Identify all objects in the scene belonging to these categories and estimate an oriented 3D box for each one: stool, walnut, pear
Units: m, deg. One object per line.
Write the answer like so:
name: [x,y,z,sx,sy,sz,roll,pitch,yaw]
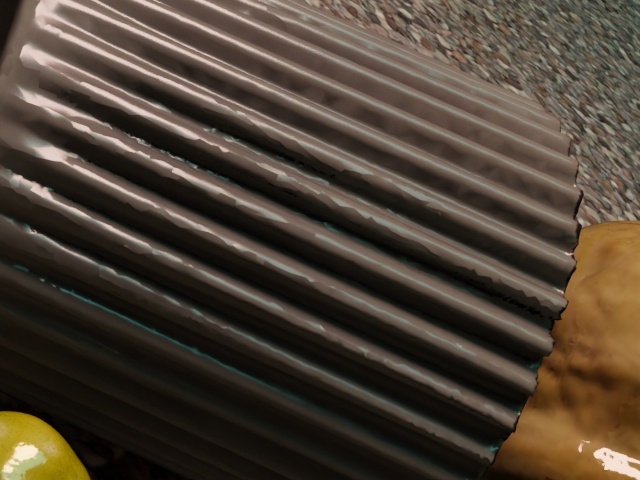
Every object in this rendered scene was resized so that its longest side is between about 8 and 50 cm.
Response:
stool: [-0.070,-0.011,0.995,0.330,0.297,0.297,24,30,-23]
walnut: [0.200,0.134,1.138,0.253,0.282,0.277,34,-12,-39]
pear: [-0.162,0.133,0.862,0.097,0.092,0.092,-3,30,4]
